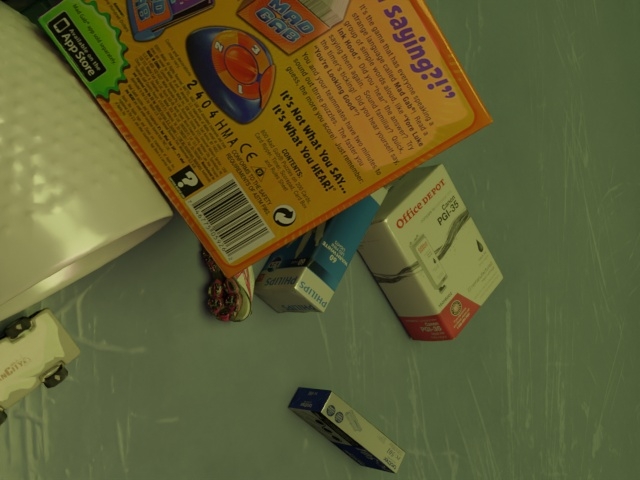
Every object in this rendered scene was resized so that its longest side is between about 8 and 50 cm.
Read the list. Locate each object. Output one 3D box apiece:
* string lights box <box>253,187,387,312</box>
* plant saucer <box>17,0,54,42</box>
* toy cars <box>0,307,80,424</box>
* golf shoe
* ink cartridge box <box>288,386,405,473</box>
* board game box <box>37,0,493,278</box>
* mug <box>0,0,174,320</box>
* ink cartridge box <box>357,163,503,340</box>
[{"bbox_3d":[0.000,0.000,1.321,0.077,0.133,0.259,43,61,-27],"label":"string lights box"},{"bbox_3d":[-0.443,-0.272,1.085,0.067,0.018,0.192,52,59,-21],"label":"plant saucer"},{"bbox_3d":[-0.406,0.075,1.037,0.177,0.087,0.393,18,77,-31],"label":"toy cars"},{"bbox_3d":[-0.147,0.041,1.257,0.086,0.068,0.186,14,73,-65],"label":"golf shoe"},{"bbox_3d":[0.048,0.335,1.344,0.207,0.097,0.046,43,61,-25],"label":"ink cartridge box"},{"bbox_3d":[-0.048,-0.239,0.968,0.356,0.356,0.356,56,14,-15],"label":"board game box"},{"bbox_3d":[-0.402,-0.078,0.837,0.374,0.276,0.328,-33,93,-34],"label":"mug"},{"bbox_3d":[0.206,0.024,1.487,0.207,0.117,0.283,-43,111,-32],"label":"ink cartridge box"}]
